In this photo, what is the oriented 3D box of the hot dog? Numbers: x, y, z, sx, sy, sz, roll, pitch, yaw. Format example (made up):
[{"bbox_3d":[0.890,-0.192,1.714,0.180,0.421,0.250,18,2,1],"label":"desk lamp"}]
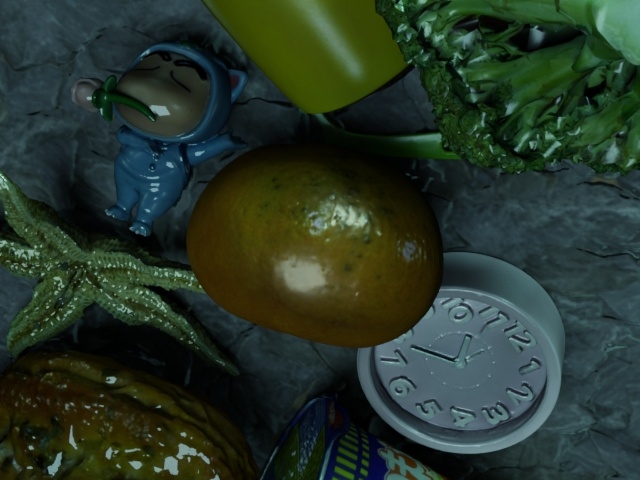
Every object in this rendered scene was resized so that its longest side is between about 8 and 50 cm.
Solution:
[{"bbox_3d":[-0.248,0.250,1.330,0.388,0.174,0.266,3,78,34],"label":"hot dog"}]

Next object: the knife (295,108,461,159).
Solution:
[{"bbox_3d":[0.058,-0.088,1.202,0.166,0.022,0.078,4,126,12],"label":"knife"}]

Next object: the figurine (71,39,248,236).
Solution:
[{"bbox_3d":[-0.149,-0.096,1.161,0.114,0.144,0.178,27,99,32],"label":"figurine"}]

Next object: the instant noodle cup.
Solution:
[{"bbox_3d":[0.086,0.340,1.323,0.312,0.284,0.284,25,123,-10],"label":"instant noodle cup"}]

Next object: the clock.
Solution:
[{"bbox_3d":[0.137,0.111,1.272,0.197,0.068,0.196,6,121,10],"label":"clock"}]

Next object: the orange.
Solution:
[{"bbox_3d":[0.000,0.000,1.143,0.240,0.240,0.171,16,90,4],"label":"orange"}]

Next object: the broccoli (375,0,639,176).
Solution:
[{"bbox_3d":[0.188,-0.187,0.964,0.308,0.275,0.307,-1,106,-2],"label":"broccoli"}]

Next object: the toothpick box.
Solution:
[{"bbox_3d":[-0.025,-0.236,1.048,0.175,0.175,0.271,-25,114,25],"label":"toothpick box"}]

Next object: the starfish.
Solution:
[{"bbox_3d":[-0.237,0.046,1.317,0.358,0.078,0.347,34,138,-28],"label":"starfish"}]
